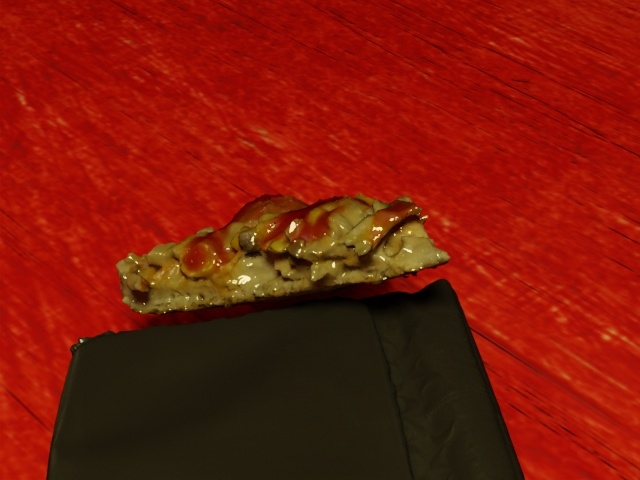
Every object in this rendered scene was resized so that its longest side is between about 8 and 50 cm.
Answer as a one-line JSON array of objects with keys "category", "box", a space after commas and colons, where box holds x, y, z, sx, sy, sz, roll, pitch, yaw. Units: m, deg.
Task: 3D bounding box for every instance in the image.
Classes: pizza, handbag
[{"category": "pizza", "box": [0.000, 0.000, 0.736, 0.188, 0.062, 0.199, -11, 2, -39]}, {"category": "handbag", "box": [-0.019, 0.120, 0.643, 0.223, 0.080, 0.247, -10, 31, -1]}]
